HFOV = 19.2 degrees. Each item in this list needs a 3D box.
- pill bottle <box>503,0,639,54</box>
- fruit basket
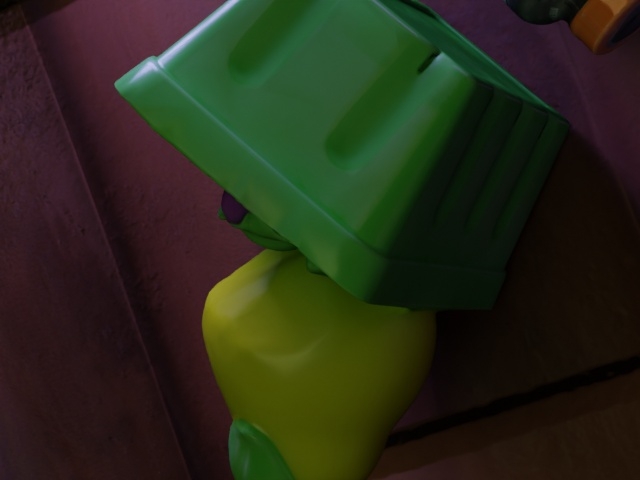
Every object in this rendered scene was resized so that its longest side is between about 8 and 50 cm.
[{"bbox_3d":[0.158,-0.254,1.433,0.245,0.130,0.130,48,118,14],"label":"pill bottle"},{"bbox_3d":[0.000,0.000,1.430,0.283,0.392,0.392,41,116,18],"label":"fruit basket"}]
